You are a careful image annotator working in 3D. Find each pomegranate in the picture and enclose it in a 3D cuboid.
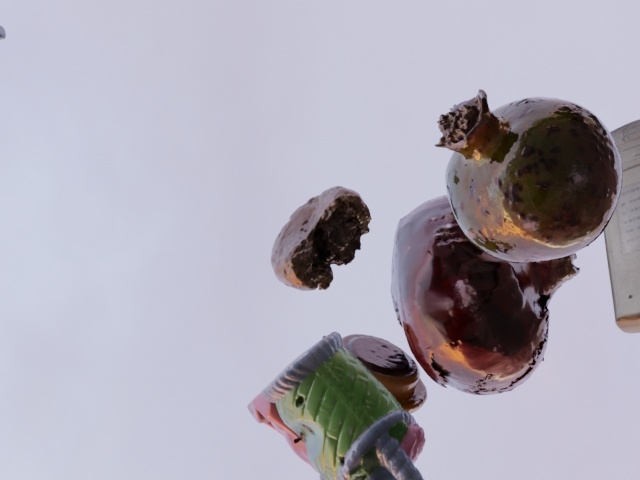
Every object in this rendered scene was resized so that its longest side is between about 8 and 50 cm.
[{"bbox_3d":[0.143,-0.042,0.664,0.130,0.130,0.130,-3,-81,-21],"label":"pomegranate"}]

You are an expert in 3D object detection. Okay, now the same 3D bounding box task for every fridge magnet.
[{"bbox_3d":[0.062,0.160,1.147,0.143,0.143,0.063,9,-68,-23],"label":"fridge magnet"}]

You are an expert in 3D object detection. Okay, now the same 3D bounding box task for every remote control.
[{"bbox_3d":[0.317,-0.022,0.907,0.038,0.098,0.234,43,-142,-37],"label":"remote control"}]

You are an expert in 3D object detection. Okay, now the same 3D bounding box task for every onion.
[{"bbox_3d":[0.189,0.053,1.104,0.219,0.252,0.252,-23,-72,15],"label":"onion"}]

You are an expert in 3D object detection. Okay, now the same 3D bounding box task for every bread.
[{"bbox_3d":[0.000,0.000,0.928,0.060,0.082,0.113,42,-99,-23],"label":"bread"}]

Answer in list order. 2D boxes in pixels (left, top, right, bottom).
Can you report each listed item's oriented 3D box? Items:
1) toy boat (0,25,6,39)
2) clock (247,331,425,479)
[{"bbox_3d":[-0.377,-0.198,0.969,0.088,0.215,0.102,31,-75,-28],"label":"toy boat"},{"bbox_3d":[0.029,0.188,0.845,0.100,0.194,0.195,-36,-95,-19],"label":"clock"}]
